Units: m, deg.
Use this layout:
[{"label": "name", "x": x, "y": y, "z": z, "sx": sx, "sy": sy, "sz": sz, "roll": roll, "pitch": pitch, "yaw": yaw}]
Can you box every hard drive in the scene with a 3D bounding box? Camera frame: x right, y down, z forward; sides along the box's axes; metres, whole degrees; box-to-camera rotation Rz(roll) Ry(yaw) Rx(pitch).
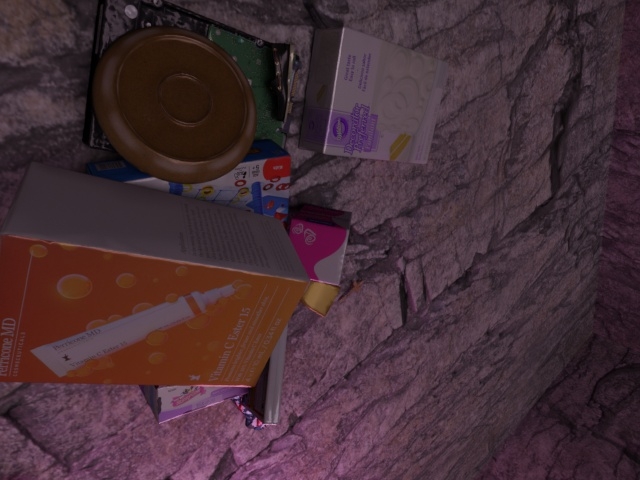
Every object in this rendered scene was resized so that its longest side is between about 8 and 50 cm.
[{"label": "hard drive", "x": -0.200, "y": -0.246, "z": 0.735, "sx": 0.339, "sy": 0.064, "sz": 0.237, "roll": 2, "pitch": 106, "yaw": -39}]

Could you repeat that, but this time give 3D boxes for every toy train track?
[{"label": "toy train track", "x": 0.080, "y": 0.133, "z": 1.158, "sx": 0.083, "sy": 0.014, "sz": 0.048, "roll": -40, "pitch": 136, "yaw": -13}]

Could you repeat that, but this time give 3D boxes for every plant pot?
[{"label": "plant pot", "x": -0.020, "y": 0.120, "z": 1.029, "sx": 0.083, "sy": 0.081, "sz": 0.081, "roll": 30, "pitch": 88, "yaw": -31}, {"label": "plant pot", "x": -0.198, "y": -0.201, "z": 0.629, "sx": 0.236, "sy": 0.032, "sz": 0.236, "roll": 2, "pitch": 85, "yaw": -29}]

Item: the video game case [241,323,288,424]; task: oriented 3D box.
[{"label": "video game case", "x": -0.103, "y": 0.202, "z": 0.777, "sx": 0.025, "sy": 0.285, "sz": 0.204, "roll": 9, "pitch": 73, "yaw": -15}]

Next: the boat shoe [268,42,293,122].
[{"label": "boat shoe", "x": -0.071, "y": -0.275, "z": 0.761, "sx": 0.042, "sy": 0.049, "sz": 0.133, "roll": 0, "pitch": 118, "yaw": -10}]

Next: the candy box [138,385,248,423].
[{"label": "candy box", "x": -0.248, "y": 0.227, "z": 0.801, "sx": 0.165, "sy": 0.196, "sz": 0.070, "roll": -6, "pitch": 110, "yaw": -36}]

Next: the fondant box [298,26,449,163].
[{"label": "fondant box", "x": 0.124, "y": -0.301, "z": 0.958, "sx": 0.330, "sy": 0.096, "sz": 0.238, "roll": -3, "pitch": 110, "yaw": -37}]

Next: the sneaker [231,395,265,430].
[{"label": "sneaker", "x": -0.166, "y": 0.333, "z": 1.002, "sx": 0.125, "sy": 0.104, "sz": 0.262, "roll": 10, "pitch": 122, "yaw": -2}]

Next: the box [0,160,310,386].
[{"label": "box", "x": -0.226, "y": 0.063, "z": 0.594, "sx": 0.345, "sy": 0.168, "sz": 0.215, "roll": 12, "pitch": 118, "yaw": -29}]

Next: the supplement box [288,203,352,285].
[{"label": "supplement box", "x": 0.000, "y": 0.000, "z": 0.888, "sx": 0.111, "sy": 0.220, "sz": 0.114, "roll": 11, "pitch": 104, "yaw": 2}]

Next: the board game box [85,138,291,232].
[{"label": "board game box", "x": -0.209, "y": -0.004, "z": 0.763, "sx": 0.308, "sy": 0.086, "sz": 0.302, "roll": -16, "pitch": 129, "yaw": -30}]
